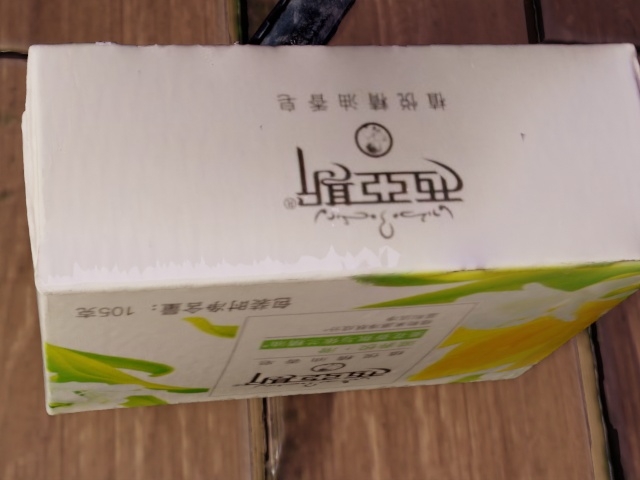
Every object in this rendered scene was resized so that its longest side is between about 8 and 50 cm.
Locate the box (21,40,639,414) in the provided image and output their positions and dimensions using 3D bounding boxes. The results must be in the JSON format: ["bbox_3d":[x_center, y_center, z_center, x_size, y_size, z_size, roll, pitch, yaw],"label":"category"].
[{"bbox_3d":[0.000,0.000,0.517,0.260,0.194,0.111,-5,70,-13],"label":"box"}]

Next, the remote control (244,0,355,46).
[{"bbox_3d":[-0.014,-0.125,0.662,0.039,0.014,0.096,33,67,1],"label":"remote control"}]
